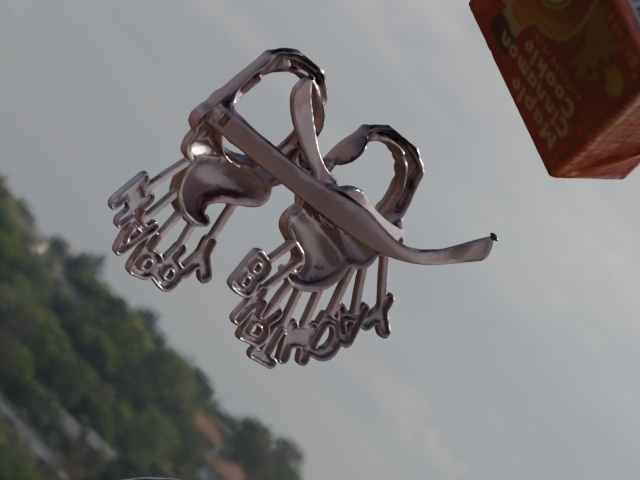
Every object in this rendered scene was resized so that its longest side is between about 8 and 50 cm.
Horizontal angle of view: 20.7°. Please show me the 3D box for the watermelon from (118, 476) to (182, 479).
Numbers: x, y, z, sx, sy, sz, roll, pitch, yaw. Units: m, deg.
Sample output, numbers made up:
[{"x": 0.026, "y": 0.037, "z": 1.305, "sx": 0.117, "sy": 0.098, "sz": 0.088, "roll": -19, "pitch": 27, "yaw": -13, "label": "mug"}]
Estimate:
[{"x": -0.099, "y": 0.170, "z": 1.002, "sx": 0.087, "sy": 0.163, "sz": 0.069, "roll": 104, "pitch": -16, "yaw": -64, "label": "watermelon"}]

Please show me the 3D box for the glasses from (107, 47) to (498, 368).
[{"x": -0.007, "y": 0.002, "z": 1.010, "sx": 0.255, "sy": 0.162, "sz": 0.095, "roll": 35, "pitch": 9, "yaw": -46, "label": "glasses"}]

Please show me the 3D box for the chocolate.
[{"x": 0.261, "y": -0.199, "z": 1.665, "sx": 0.237, "sy": 0.108, "sz": 0.235, "roll": 66, "pitch": -29, "yaw": 15, "label": "chocolate"}]
